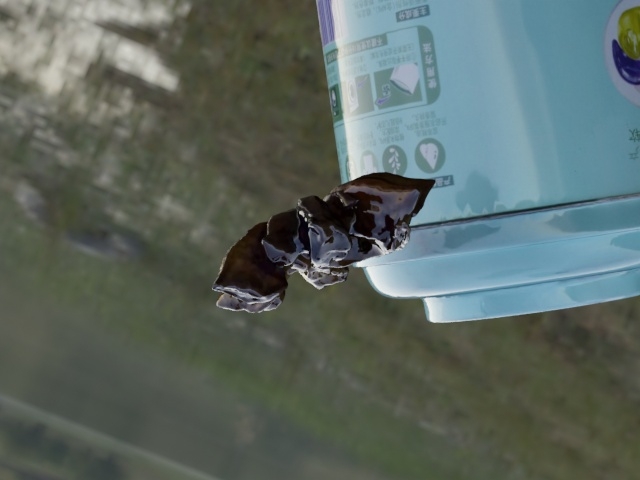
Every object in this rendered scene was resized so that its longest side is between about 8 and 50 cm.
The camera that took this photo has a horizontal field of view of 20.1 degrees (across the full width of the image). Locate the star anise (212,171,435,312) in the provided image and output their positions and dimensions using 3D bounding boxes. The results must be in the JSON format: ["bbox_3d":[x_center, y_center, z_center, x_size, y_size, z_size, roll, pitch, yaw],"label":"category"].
[{"bbox_3d":[0.000,0.000,1.147,0.168,0.057,0.168,-22,176,-1],"label":"star anise"}]

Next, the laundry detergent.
[{"bbox_3d":[0.147,-0.099,1.389,0.287,0.305,0.287,-8,180,0],"label":"laundry detergent"}]
